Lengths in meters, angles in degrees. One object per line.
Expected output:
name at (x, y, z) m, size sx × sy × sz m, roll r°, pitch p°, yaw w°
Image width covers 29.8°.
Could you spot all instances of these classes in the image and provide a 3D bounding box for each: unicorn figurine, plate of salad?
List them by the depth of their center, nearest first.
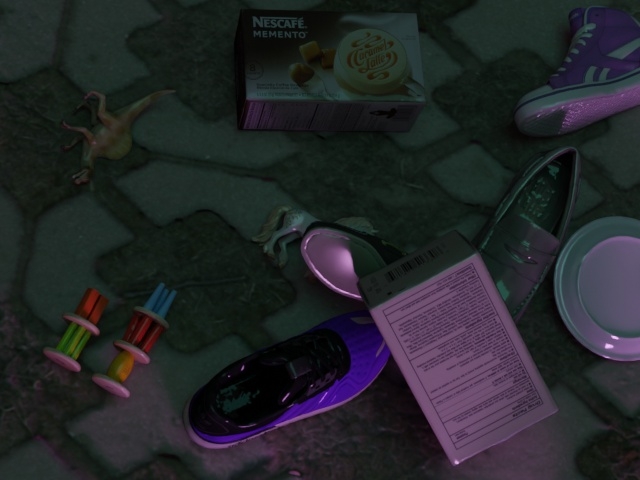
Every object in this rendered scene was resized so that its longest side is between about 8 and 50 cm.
unicorn figurine at (0.000, 0.000, 1.587) m, size 0.162 × 0.060 × 0.111 m, roll 30°, pitch 72°, yaw -2°
plate of salad at (0.410, 0.066, 1.648) m, size 0.200 × 0.048 × 0.199 m, roll 2°, pitch 81°, yaw -11°

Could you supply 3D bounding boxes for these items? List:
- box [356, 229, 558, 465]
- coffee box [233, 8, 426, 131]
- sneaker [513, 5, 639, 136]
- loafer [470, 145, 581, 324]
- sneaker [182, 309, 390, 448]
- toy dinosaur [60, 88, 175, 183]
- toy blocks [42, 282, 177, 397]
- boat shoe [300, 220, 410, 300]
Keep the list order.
box at (0.165, 0.128, 1.472) m, size 0.149 × 0.127 × 0.232 m, roll -28°, pitch 105°, yaw 1°
coffee box at (0.009, -0.232, 1.652) m, size 0.247 × 0.098 × 0.141 m, roll 0°, pitch 70°, yaw -11°
sneaker at (0.367, -0.251, 1.734) m, size 0.282 × 0.102 × 0.161 m, roll -19°, pitch 71°, yaw -28°
loafer at (0.261, 0.005, 1.606) m, size 0.112 × 0.111 × 0.319 m, roll 27°, pitch 68°, yaw 0°
sneaker at (-0.025, 0.165, 1.475) m, size 0.293 × 0.146 × 0.102 m, roll -26°, pitch 77°, yaw -18°
toy dinosaur at (-0.284, -0.156, 1.605) m, size 0.092 × 0.053 × 0.183 m, roll 43°, pitch 75°, yaw -10°
toy blocks at (-0.257, 0.104, 1.503) m, size 0.123 × 0.054 × 0.148 m, roll 28°, pitch 68°, yaw 0°
boat shoe at (0.065, 0.034, 1.548) m, size 0.228 × 0.081 × 0.068 m, roll 31°, pitch 28°, yaw -26°
